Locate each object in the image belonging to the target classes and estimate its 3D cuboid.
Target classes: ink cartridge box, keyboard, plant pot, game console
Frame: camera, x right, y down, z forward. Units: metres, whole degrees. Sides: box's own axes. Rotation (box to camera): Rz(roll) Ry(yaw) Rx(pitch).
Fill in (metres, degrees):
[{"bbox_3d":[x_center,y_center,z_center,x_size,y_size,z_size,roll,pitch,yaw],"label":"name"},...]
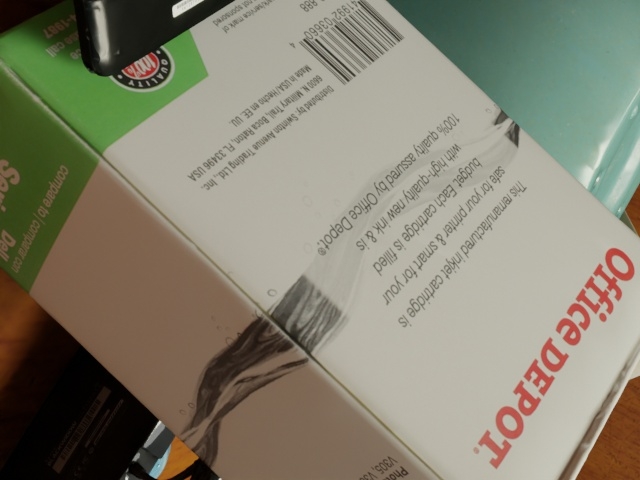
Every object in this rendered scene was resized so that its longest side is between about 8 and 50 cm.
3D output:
[{"bbox_3d":[0.000,0.000,0.542,0.211,0.289,0.121,-43,176,-44],"label":"ink cartridge box"},{"bbox_3d":[-0.108,0.125,0.642,0.033,0.202,0.317,38,79,-37],"label":"keyboard"},{"bbox_3d":[0.108,-0.101,0.790,0.293,0.235,0.293,-48,155,-32],"label":"plant pot"},{"bbox_3d":[-0.083,-0.143,0.466,0.122,0.071,0.107,-44,144,-43],"label":"game console"}]

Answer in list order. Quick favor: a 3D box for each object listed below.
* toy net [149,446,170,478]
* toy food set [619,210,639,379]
[{"bbox_3d":[-0.065,0.093,0.794,0.232,0.045,0.122,-21,115,-21],"label":"toy net"},{"bbox_3d":[0.142,0.022,0.930,0.306,0.220,0.092,-100,164,-52],"label":"toy food set"}]
